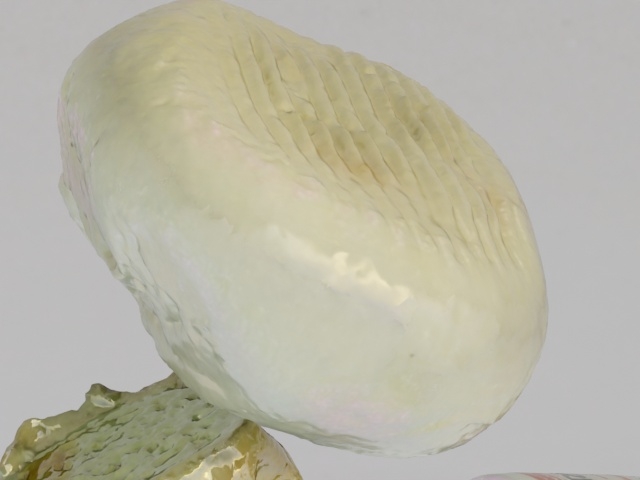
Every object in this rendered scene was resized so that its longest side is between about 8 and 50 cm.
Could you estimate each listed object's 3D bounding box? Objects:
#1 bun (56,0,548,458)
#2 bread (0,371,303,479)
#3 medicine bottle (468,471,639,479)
[{"bbox_3d":[-0.020,0.001,1.082,0.361,0.361,0.213,7,122,-42],"label":"bun"},{"bbox_3d":[-0.089,0.236,1.185,0.196,0.252,0.238,-32,-160,-26],"label":"bread"},{"bbox_3d":[0.257,0.364,1.707,0.241,0.252,0.252,7,156,-33],"label":"medicine bottle"}]
